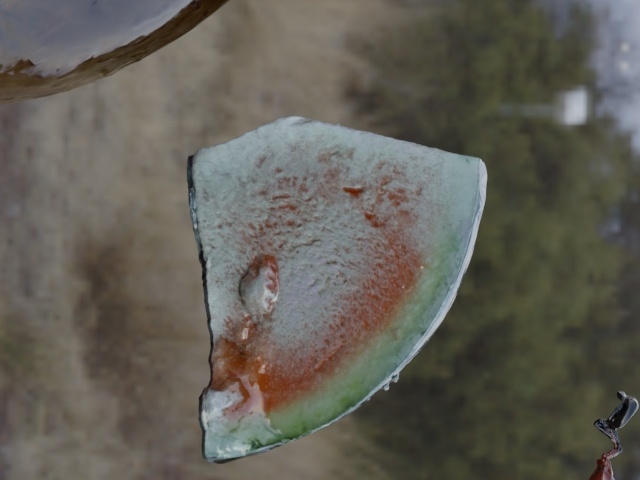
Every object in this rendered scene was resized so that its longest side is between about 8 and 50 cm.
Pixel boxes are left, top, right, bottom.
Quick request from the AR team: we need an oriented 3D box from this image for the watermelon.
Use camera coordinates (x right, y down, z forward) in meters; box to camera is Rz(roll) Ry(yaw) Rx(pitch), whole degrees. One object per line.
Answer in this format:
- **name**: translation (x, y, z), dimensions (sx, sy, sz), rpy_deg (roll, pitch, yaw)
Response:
- **watermelon**: translation (0.000, 0.000, 1.424), dimensions (0.289, 0.214, 0.320), rpy_deg (-31, -156, 47)

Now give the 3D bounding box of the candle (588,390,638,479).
- **candle**: translation (0.142, 0.161, 1.012), dimensions (0.021, 0.026, 0.167), rpy_deg (5, 94, -78)

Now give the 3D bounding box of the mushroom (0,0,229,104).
- **mushroom**: translation (-0.162, -0.196, 0.959), dimensions (0.239, 0.345, 0.345), rpy_deg (-101, -175, -53)
